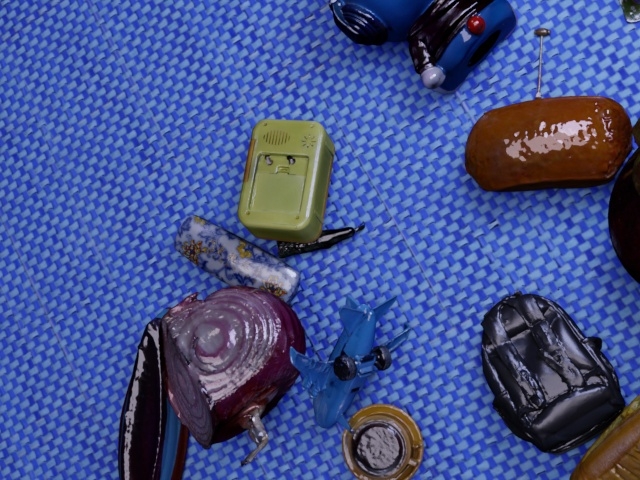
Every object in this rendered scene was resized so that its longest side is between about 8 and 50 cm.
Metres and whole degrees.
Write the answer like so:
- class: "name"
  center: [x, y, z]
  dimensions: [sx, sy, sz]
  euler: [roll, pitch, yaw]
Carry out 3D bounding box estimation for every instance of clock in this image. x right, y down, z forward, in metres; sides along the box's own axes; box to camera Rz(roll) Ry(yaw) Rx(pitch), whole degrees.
- class: "clock"
  center: [-0.059, -0.104, 1.666]
  dimensions: [0.143, 0.096, 0.202]
  euler: [5, 75, 18]

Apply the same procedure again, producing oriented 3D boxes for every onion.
- class: "onion"
  center: [-0.138, 0.204, 1.599]
  dimensions: [0.230, 0.256, 0.272]
  euler: [-29, 89, -26]

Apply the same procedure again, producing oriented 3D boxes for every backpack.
- class: "backpack"
  center: [0.358, 0.206, 1.528]
  dimensions: [0.206, 0.133, 0.258]
  euler: [-32, 70, 7]

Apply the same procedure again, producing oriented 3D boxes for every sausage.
- class: "sausage"
  center: [0.365, -0.154, 1.539]
  dimensions: [0.268, 0.153, 0.141]
  euler: [-6, 83, 15]

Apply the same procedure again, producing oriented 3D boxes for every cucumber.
- class: "cucumber"
  center: [0.000, 0.000, 1.686]
  dimensions: [0.163, 0.043, 0.039]
  euler: [-11, 119, 15]

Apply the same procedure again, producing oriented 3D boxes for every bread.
- class: "bread"
  center: [0.488, 0.302, 1.410]
  dimensions: [0.119, 0.152, 0.288]
  euler: [37, 131, 13]

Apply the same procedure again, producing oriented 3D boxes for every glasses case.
- class: "glasses case"
  center: [-0.151, 0.039, 1.706]
  dimensions: [0.248, 0.065, 0.087]
  euler: [27, 94, 15]

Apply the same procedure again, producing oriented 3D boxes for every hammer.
- class: "hammer"
  center: [0.376, -0.302, 1.626]
  dimensions: [0.029, 0.014, 0.123]
  euler: [3, 88, 24]

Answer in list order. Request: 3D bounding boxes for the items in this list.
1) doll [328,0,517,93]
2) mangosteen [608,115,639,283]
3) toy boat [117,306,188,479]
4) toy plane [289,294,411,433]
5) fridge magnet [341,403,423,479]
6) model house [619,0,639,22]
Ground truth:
- class: "doll"
  center: [0.162, -0.421, 1.587]
  dimensions: [0.284, 0.240, 0.310]
  euler: [-44, 81, -8]
- class: "mangosteen"
  center: [0.567, -0.056, 1.375]
  dimensions: [0.307, 0.347, 0.307]
  euler: [-16, 54, 23]
- class: "toy boat"
  center: [-0.306, 0.317, 1.721]
  dimensions: [0.136, 0.079, 0.392]
  euler: [5, 89, 14]
- class: "toy plane"
  center: [0.045, 0.211, 1.580]
  dimensions: [0.105, 0.254, 0.271]
  euler: [36, 123, 42]
- class: "fridge magnet"
  center: [0.103, 0.348, 1.607]
  dimensions: [0.143, 0.063, 0.143]
  euler: [-1, 86, 15]
- class: "model house"
  center: [0.560, -0.443, 1.549]
  dimensions: [0.167, 0.088, 0.117]
  euler: [-19, 81, 13]
